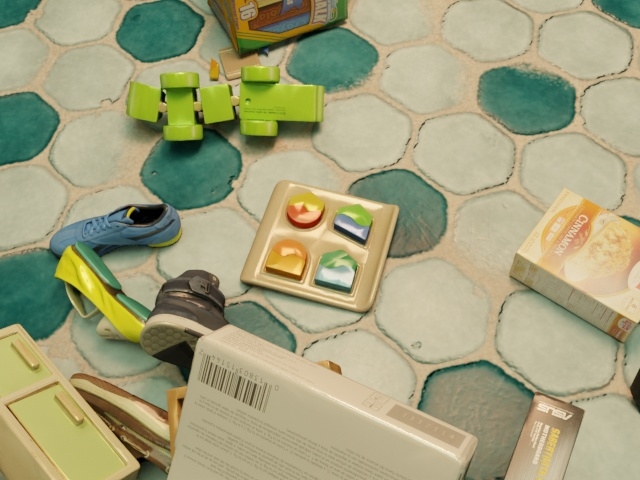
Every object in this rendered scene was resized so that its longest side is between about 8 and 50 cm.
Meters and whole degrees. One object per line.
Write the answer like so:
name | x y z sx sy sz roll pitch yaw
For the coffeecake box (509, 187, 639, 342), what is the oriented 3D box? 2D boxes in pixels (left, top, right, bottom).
coffeecake box | 0.391 0.032 1.073 0.185 0.068 0.142 33 65 21

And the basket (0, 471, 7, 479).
basket | -0.536 0.338 0.840 0.331 0.266 0.328 -40 63 -21

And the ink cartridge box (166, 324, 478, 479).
ink cartridge box | -0.020 0.264 0.778 0.296 0.066 0.261 22 106 20

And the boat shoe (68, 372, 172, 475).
boat shoe | -0.235 0.258 0.968 0.257 0.095 0.095 21 73 19

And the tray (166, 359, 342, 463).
tray | -0.049 0.357 0.831 0.202 0.076 0.411 -12 70 12

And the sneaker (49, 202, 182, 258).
sneaker | -0.321 -0.023 1.154 0.209 0.082 0.069 -9 60 1

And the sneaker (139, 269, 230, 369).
sneaker | -0.130 0.128 1.041 0.226 0.086 0.163 30 21 -16

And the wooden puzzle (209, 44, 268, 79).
wooden puzzle | -0.148 -0.328 1.368 0.116 0.014 0.079 -10 62 -2

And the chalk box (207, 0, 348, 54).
chalk box | -0.058 -0.498 1.363 0.288 0.179 0.180 -20 55 -12

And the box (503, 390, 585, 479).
box | 0.222 0.295 0.827 0.056 0.231 0.183 19 61 19

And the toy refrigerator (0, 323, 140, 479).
toy refrigerator | -0.356 0.233 0.944 0.269 0.094 0.102 41 35 21

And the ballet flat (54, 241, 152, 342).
ballet flat | -0.307 0.096 1.089 0.231 0.077 0.077 40 90 22

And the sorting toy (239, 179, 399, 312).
sorting toy | 0.000 0.000 1.139 0.208 0.038 0.193 12 60 12

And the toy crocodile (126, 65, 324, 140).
toy crocodile | -0.162 -0.230 1.262 0.340 0.105 0.115 -3 100 2

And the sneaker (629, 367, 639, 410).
sneaker | 0.485 0.219 0.961 0.178 0.072 0.077 43 58 17
